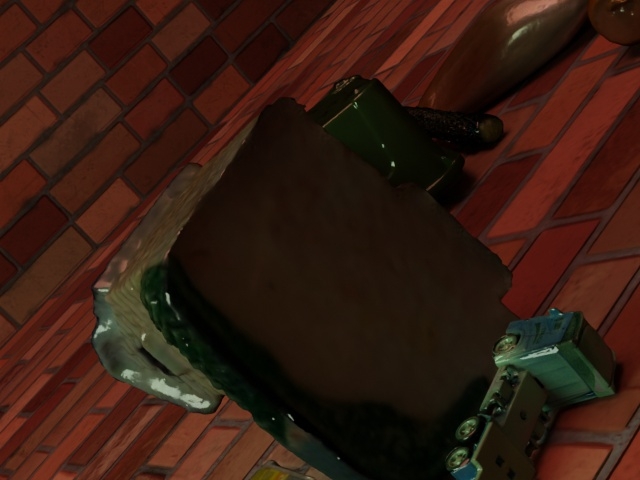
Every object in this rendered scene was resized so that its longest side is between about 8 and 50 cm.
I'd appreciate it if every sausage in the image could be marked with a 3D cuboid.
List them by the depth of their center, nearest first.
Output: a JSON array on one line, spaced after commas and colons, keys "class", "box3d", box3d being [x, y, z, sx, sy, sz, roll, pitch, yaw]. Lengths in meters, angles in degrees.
[{"class": "sausage", "box3d": [0.409, -0.347, 1.438, 0.112, 0.112, 0.328, -28, 18, 42]}]

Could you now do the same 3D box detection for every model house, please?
[{"class": "model house", "box3d": [-0.032, 0.072, 1.016, 0.284, 0.298, 0.243, -23, 30, 57]}]

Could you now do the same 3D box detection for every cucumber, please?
[{"class": "cucumber", "box3d": [0.158, -0.155, 1.573, 0.043, 0.044, 0.257, -26, 21, -20]}]

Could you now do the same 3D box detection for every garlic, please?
[{"class": "garlic", "box3d": [0.253, -0.262, 1.620, 0.318, 0.112, 0.143, -46, 14, 31]}]

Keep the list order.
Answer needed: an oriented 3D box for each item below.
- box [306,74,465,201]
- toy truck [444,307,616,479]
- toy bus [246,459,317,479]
[{"class": "box", "box3d": [-0.004, -0.064, 1.491, 0.329, 0.177, 0.253, -37, 11, -1]}, {"class": "toy truck", "box3d": [0.152, 0.125, 0.844, 0.081, 0.067, 0.175, -25, 23, 45]}, {"class": "toy bus", "box3d": [-0.082, 0.300, 0.919, 0.268, 0.092, 0.106, -49, 26, -25]}]
